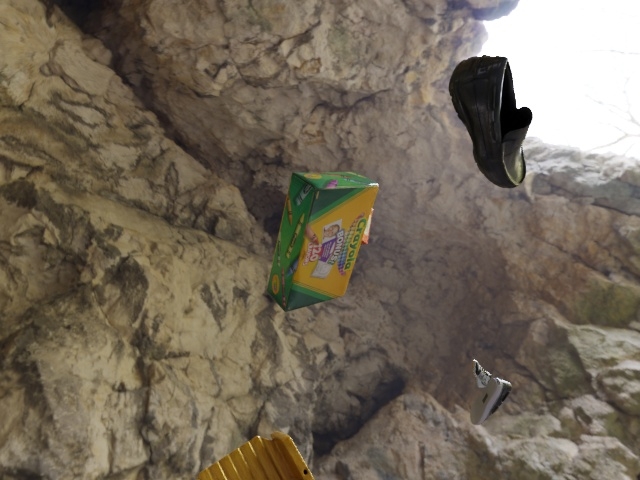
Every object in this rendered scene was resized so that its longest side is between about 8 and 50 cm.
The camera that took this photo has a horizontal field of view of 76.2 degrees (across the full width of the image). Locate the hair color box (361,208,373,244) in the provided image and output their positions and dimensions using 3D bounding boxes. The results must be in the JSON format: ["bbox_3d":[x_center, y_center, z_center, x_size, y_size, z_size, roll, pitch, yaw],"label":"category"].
[{"bbox_3d":[0.041,-0.039,1.010,0.053,0.167,0.093,29,-113,-48],"label":"hair color box"}]

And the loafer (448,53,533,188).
[{"bbox_3d":[0.249,-0.151,0.558,0.223,0.078,0.076,47,-115,-37],"label":"loafer"}]

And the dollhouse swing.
[{"bbox_3d":[-0.176,0.732,1.166,0.347,0.315,0.304,-22,-27,-31],"label":"dollhouse swing"}]

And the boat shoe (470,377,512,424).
[{"bbox_3d":[0.380,0.365,0.911,0.040,0.049,0.142,12,-59,-5],"label":"boat shoe"}]

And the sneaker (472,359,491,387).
[{"bbox_3d":[0.383,0.314,0.966,0.083,0.037,0.032,62,-146,-25],"label":"sneaker"}]

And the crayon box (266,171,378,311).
[{"bbox_3d":[0.000,0.000,0.840,0.166,0.081,0.278,-9,-55,-39],"label":"crayon box"}]
